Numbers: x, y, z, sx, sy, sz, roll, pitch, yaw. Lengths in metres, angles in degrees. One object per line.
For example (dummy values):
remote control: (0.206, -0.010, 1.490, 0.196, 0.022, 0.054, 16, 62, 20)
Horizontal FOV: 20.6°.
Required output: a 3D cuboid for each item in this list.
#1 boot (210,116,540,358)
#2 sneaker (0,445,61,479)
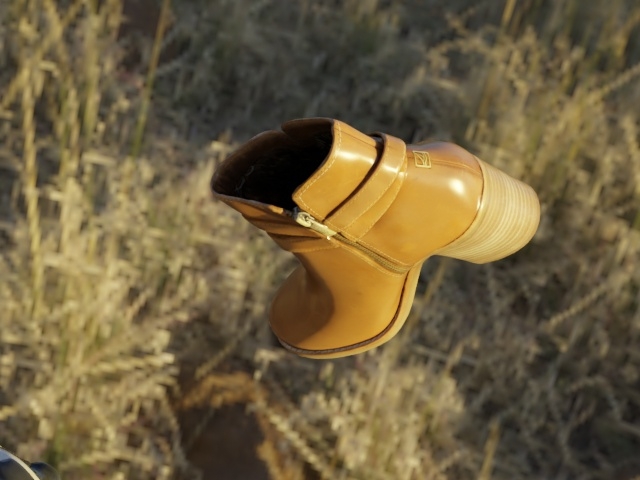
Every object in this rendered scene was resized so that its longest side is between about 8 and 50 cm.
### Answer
boot: (0.000, 0.000, 1.347, 0.220, 0.283, 0.109, 16, 61, -40)
sneaker: (-0.216, 0.165, 1.183, 0.097, 0.084, 0.234, -20, 2, -32)
